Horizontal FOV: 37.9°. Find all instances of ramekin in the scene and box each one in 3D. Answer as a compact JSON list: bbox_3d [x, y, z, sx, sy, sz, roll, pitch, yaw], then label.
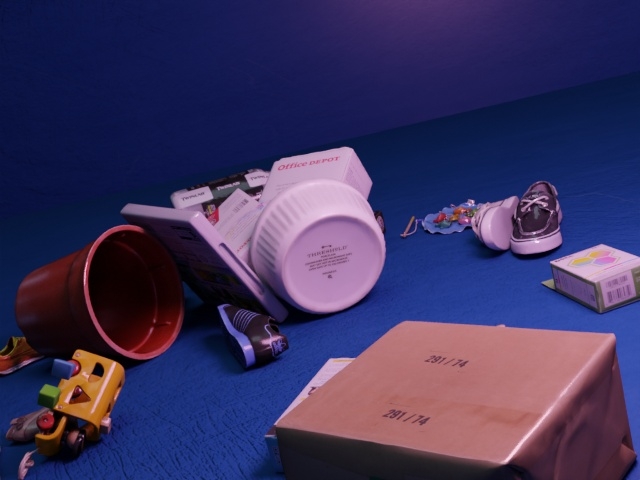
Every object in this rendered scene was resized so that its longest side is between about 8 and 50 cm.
[{"bbox_3d":[0.005,0.023,1.851,0.273,0.272,0.127,-18,28,-13],"label":"ramekin"}]

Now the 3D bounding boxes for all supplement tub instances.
[{"bbox_3d":[-0.237,-0.082,2.551,0.316,0.193,0.193,-18,16,-12],"label":"supplement tub"}]

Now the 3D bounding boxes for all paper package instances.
[{"bbox_3d":[0.160,0.235,1.101,0.325,0.168,0.309,0,22,41],"label":"paper package"}]

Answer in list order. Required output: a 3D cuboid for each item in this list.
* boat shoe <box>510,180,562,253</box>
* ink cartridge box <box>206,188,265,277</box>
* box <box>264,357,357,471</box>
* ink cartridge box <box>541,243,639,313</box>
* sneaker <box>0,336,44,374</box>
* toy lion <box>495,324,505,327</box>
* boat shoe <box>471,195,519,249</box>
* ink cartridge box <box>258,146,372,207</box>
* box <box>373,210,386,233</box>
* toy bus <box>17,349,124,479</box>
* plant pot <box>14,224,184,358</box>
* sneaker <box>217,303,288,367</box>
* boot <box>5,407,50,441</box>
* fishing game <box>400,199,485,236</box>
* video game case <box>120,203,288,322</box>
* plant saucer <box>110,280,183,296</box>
[{"bbox_3d":[0.463,-0.056,1.988,0.108,0.102,0.301,-7,16,24],"label":"boat shoe"},{"bbox_3d":[-0.144,0.000,1.969,0.128,0.127,0.176,-44,41,-9],"label":"ink cartridge box"},{"bbox_3d":[0.019,0.251,1.374,0.101,0.060,0.244,-7,17,26],"label":"box"},{"bbox_3d":[0.480,0.058,1.641,0.109,0.062,0.209,-18,15,-11],"label":"ink cartridge box"},{"bbox_3d":[-0.639,0.232,2.033,0.064,0.067,0.175,-3,17,40],"label":"sneaker"},{"bbox_3d":[0.246,0.175,1.505,0.096,0.034,0.100,-13,13,34],"label":"toy lion"},{"bbox_3d":[0.373,-0.038,2.030,0.088,0.096,0.267,-11,14,26],"label":"boat shoe"},{"bbox_3d":[-0.031,-0.052,2.143,0.226,0.131,0.306,-6,45,31],"label":"ink cartridge box"},{"bbox_3d":[0.000,0.000,2.293,0.270,0.060,0.216,-6,17,27],"label":"box"},{"bbox_3d":[-0.394,0.285,1.531,0.104,0.202,0.191,17,10,1],"label":"toy bus"},{"bbox_3d":[-0.471,0.129,1.933,0.265,0.272,0.272,-15,13,34],"label":"plant pot"},{"bbox_3d":[-0.131,0.174,1.769,0.090,0.081,0.232,-16,22,-16],"label":"sneaker"},{"bbox_3d":[-0.504,0.316,1.656,0.087,0.042,0.118,-14,15,10],"label":"boot"},{"bbox_3d":[0.334,-0.064,2.261,0.264,0.041,0.189,-7,19,23],"label":"fishing game"},{"bbox_3d":[-0.247,0.043,1.944,0.036,0.300,0.329,-51,30,-21],"label":"video game case"},{"bbox_3d":[-0.407,0.102,2.141,0.199,0.036,0.198,-27,-17,-9],"label":"plant saucer"}]
